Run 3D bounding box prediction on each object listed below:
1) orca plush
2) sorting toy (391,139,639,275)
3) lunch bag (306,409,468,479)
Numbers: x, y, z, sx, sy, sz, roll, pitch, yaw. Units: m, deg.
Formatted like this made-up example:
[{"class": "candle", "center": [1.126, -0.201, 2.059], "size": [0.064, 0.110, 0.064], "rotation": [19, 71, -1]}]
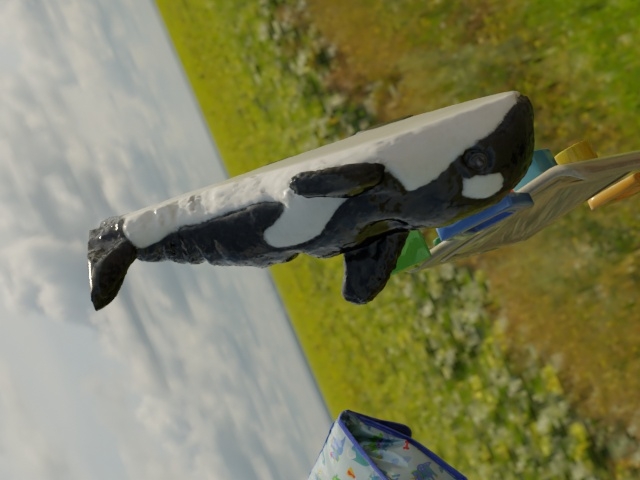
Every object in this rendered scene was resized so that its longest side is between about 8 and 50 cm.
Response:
[{"class": "orca plush", "center": [0.000, 0.000, 0.821], "size": [0.151, 0.287, 0.102], "rotation": [-113, 4, -81]}, {"class": "sorting toy", "center": [0.178, -0.038, 1.134], "size": [0.347, 0.196, 0.047], "rotation": [-12, -105, -51]}, {"class": "lunch bag", "center": [0.061, 0.266, 1.431], "size": [0.151, 0.096, 0.129], "rotation": [34, 128, 15]}]
